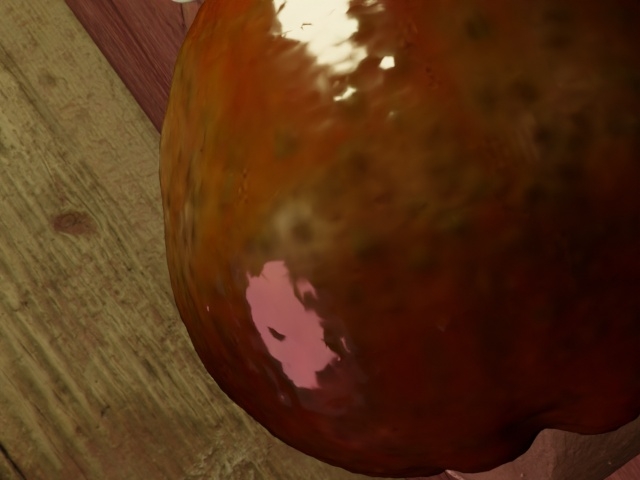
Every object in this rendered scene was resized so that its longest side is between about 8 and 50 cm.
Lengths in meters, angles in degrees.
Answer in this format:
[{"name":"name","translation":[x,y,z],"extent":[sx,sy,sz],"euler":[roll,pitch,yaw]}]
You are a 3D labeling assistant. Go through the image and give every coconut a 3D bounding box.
[{"name":"coconut","translation":[0.199,0.139,0.915],"extent":[0.239,0.239,0.244],"euler":[74,-167,-57]}]

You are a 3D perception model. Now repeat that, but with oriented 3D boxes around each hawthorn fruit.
[{"name":"hawthorn fruit","translation":[0.073,-0.060,0.616],"extent":[0.403,0.402,0.403],"euler":[50,167,16]}]

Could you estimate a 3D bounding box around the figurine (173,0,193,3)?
[{"name":"figurine","translation":[-0.130,-0.354,1.110],"extent":[0.126,0.147,0.193],"euler":[-86,-20,-81]}]
